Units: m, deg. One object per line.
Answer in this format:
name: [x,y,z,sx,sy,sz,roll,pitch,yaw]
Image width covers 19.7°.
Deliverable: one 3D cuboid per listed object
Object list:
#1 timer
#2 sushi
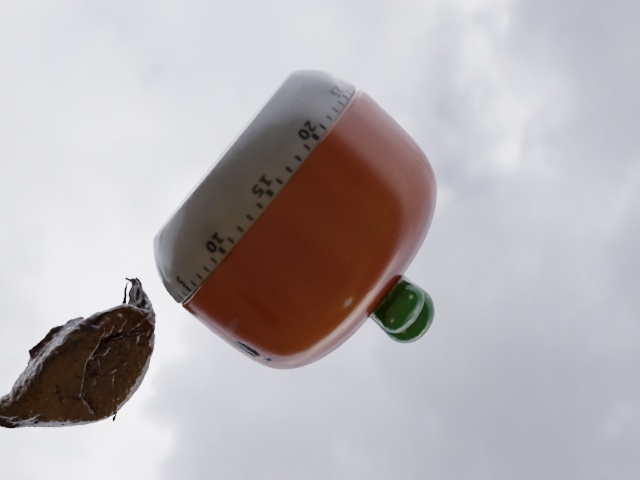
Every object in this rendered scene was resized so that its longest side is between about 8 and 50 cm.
timer: [0.000,0.000,0.821,0.136,0.099,0.136,1,-94,-17]
sushi: [-0.115,0.062,0.876,0.099,0.047,0.050,-33,-69,-21]
